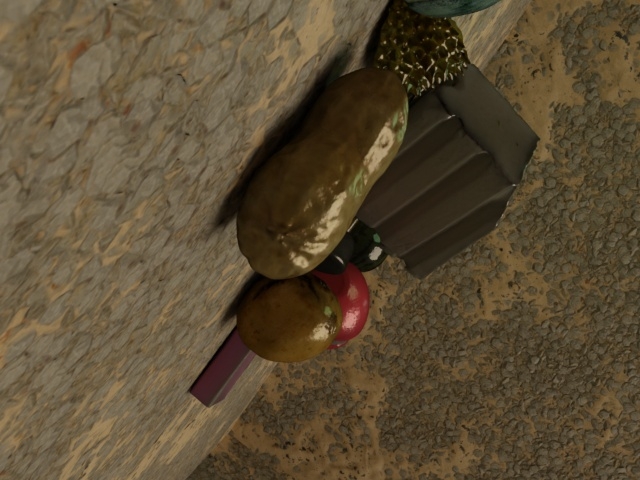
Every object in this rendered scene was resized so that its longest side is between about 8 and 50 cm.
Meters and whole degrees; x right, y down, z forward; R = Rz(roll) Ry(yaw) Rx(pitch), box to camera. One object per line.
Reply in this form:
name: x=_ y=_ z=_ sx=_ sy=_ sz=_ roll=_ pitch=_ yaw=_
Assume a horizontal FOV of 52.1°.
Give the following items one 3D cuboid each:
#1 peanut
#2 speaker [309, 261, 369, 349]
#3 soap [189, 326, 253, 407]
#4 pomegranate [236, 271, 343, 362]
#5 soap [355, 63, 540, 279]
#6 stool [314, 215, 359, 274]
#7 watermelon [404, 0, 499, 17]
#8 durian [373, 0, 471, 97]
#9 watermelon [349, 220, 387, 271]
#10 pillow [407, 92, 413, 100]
peanut: x=0.003 y=-0.113 z=1.042 sx=0.387 sy=0.170 sz=0.192 roll=-56 pitch=168 yaw=-6
speaker: x=0.012 y=0.197 z=2.058 sx=0.294 sy=0.294 sz=0.294 roll=-52 pitch=172 yaw=-10
soap: x=-0.248 y=0.341 z=1.860 sx=0.259 sy=0.081 sz=0.181 roll=-53 pitch=172 yaw=3
pomegranate: x=-0.072 y=0.185 z=1.619 sx=0.260 sy=0.260 sz=0.260 roll=-52 pitch=172 yaw=-10
soap: x=0.277 y=-0.158 z=1.567 sx=0.213 sy=0.350 sz=0.435 roll=-48 pitch=-175 yaw=-41
stool: x=-0.006 y=-0.005 z=1.630 sx=0.153 sy=0.228 sz=0.139 roll=45 pitch=60 yaw=-38
watermelon: x=0.277 y=-0.444 z=0.956 sx=0.188 sy=0.175 sz=0.321 roll=14 pitch=117 yaw=-49
durian: x=0.178 y=-0.351 z=1.192 sx=0.172 sy=0.166 sz=0.306 roll=-17 pitch=172 yaw=22
watermelon: x=0.142 y=0.003 z=2.258 sx=0.212 sy=0.212 sz=0.212 roll=-52 pitch=172 yaw=-10
pillow: x=0.140 y=-0.283 z=1.423 sx=0.212 sy=0.052 sz=0.208 roll=-41 pitch=-177 yaw=41
